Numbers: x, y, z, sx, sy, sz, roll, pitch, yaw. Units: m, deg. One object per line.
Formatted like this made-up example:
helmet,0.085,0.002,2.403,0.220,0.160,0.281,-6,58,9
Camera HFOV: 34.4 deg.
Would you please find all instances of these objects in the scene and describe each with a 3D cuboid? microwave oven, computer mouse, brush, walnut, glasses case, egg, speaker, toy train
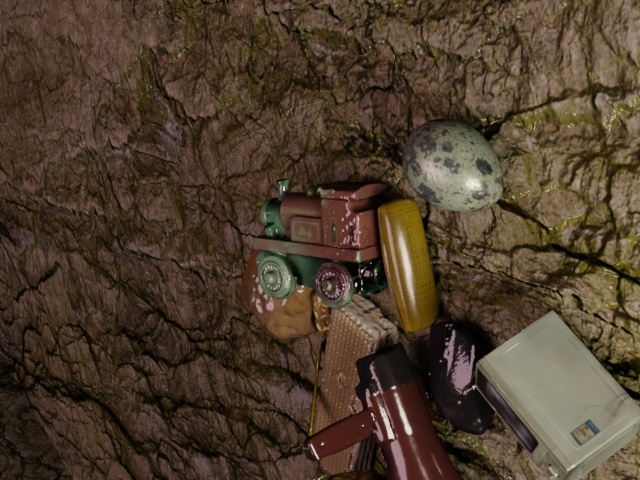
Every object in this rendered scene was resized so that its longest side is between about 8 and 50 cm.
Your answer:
microwave oven,0.345,0.236,1.511,0.205,0.163,0.129,53,167,27
computer mouse,0.234,0.240,1.762,0.122,0.073,0.217,18,120,51
brush,-0.010,0.291,2.073,0.082,0.010,0.218,97,180,-58
walnut,-0.081,0.086,2.090,0.204,0.141,0.238,-37,78,51
glasses case,0.151,0.043,1.775,0.064,0.079,0.234,9,114,64
egg,0.203,-0.112,1.572,0.172,0.132,0.132,38,136,26
speaker,0.113,0.373,1.821,0.330,0.259,0.198,64,174,3
toy train,0.000,0.000,1.887,0.304,0.150,0.222,5,104,40

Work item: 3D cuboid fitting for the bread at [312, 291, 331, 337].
bread,0.020,0.136,2.030,0.060,0.066,0.110,-79,-16,-53

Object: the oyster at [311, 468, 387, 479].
oyster,0.028,0.532,1.881,0.111,0.396,0.204,19,149,47

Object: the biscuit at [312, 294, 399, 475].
biscuit,0.064,0.302,2.038,0.144,0.078,0.426,39,136,37
